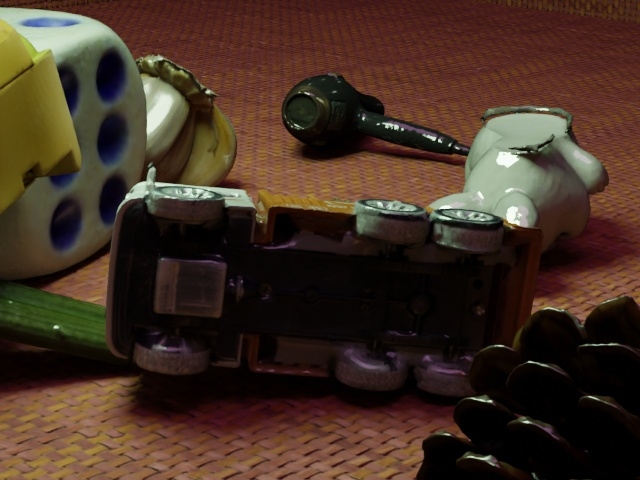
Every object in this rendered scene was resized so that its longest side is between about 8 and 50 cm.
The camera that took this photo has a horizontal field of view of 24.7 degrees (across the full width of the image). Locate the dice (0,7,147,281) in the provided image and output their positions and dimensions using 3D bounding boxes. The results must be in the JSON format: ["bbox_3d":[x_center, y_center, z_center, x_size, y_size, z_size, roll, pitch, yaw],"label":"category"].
[{"bbox_3d":[-0.401,-0.120,1.716,0.304,0.276,0.304,6,16,21],"label":"dice"}]

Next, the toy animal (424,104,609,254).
[{"bbox_3d":[0.228,-0.060,1.752,0.208,0.154,0.325,6,22,36],"label":"toy animal"}]

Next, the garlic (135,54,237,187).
[{"bbox_3d":[-0.210,-0.141,1.925,0.207,0.207,0.256,-1,25,-5],"label":"garlic"}]

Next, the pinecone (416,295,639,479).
[{"bbox_3d":[0.167,0.174,0.902,0.246,0.246,0.292,15,39,38],"label":"pinecone"}]

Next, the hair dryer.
[{"bbox_3d":[0.130,-0.161,2.222,0.360,0.120,0.304,20,9,22],"label":"hair dryer"}]

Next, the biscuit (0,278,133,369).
[{"bbox_3d":[-0.328,0.054,1.366,0.323,0.038,0.099,17,16,-22],"label":"biscuit"}]

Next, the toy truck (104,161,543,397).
[{"bbox_3d":[-0.006,0.032,1.386,0.388,0.173,0.207,6,11,-9],"label":"toy truck"}]

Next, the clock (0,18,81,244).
[{"bbox_3d":[-0.429,-0.092,1.432,0.317,0.200,0.244,-11,19,21],"label":"clock"}]

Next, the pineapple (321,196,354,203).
[{"bbox_3d":[0.000,0.000,1.651,0.108,0.108,0.198,-4,5,-15],"label":"pineapple"}]
